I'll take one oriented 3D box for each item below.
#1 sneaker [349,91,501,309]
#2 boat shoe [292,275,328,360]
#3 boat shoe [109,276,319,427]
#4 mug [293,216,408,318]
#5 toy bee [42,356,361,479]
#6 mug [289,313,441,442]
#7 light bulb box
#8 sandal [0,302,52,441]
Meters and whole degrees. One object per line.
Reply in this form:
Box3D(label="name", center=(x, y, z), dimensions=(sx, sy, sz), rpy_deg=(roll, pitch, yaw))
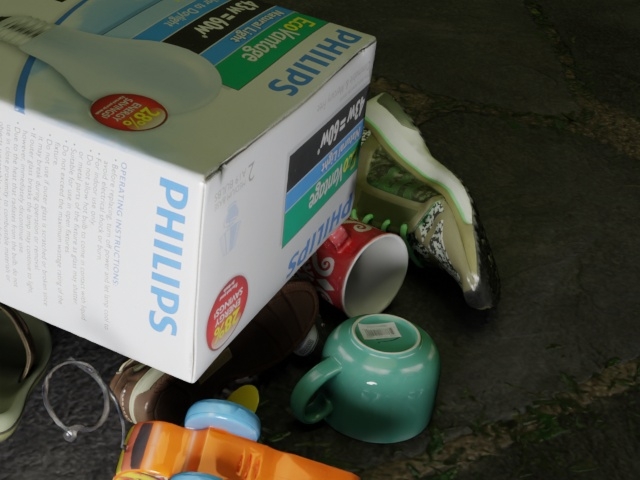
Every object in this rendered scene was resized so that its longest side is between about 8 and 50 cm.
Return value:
Box3D(label="sneaker", center=(0.097, -0.023, 1.667), dimensions=(0.182, 0.158, 0.410), rpy_deg=(-30, 39, -1))
Box3D(label="boat shoe", center=(-0.020, 0.093, 1.490), dimensions=(0.040, 0.049, 0.142), rpy_deg=(30, 21, -26))
Box3D(label="boat shoe", center=(-0.117, 0.106, 1.376), dimensions=(0.257, 0.095, 0.095), rpy_deg=(-31, 32, -35))
Box3D(label="mug", center=(0.007, -0.002, 1.557), dimensions=(0.113, 0.150, 0.169), rpy_deg=(-30, 42, -33))
Box3D(label="toy bee", center=(-0.120, 0.205, 1.190), dimensions=(0.298, 0.162, 0.195), rpy_deg=(42, 52, -3))
Box3D(label="mug", center=(0.057, 0.143, 1.364), dimensions=(0.129, 0.097, 0.158), rpy_deg=(20, 32, 19))
Box3D(label="light bulb box", center=(-0.185, -0.096, 1.274), dimensions=(0.361, 0.225, 0.358), rpy_deg=(20, 36, 18))
Box3D(label="sandal", center=(-0.338, 0.110, 1.319), dimensions=(0.120, 0.086, 0.303), rpy_deg=(2, 19, -10))
